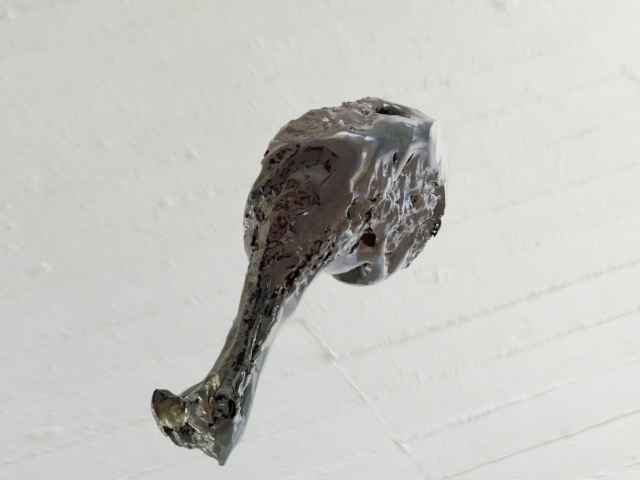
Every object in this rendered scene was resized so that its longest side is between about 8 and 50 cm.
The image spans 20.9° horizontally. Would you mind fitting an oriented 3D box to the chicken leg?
[{"bbox_3d":[0.000,0.000,0.755,0.051,0.253,0.106,12,-60,24],"label":"chicken leg"}]
